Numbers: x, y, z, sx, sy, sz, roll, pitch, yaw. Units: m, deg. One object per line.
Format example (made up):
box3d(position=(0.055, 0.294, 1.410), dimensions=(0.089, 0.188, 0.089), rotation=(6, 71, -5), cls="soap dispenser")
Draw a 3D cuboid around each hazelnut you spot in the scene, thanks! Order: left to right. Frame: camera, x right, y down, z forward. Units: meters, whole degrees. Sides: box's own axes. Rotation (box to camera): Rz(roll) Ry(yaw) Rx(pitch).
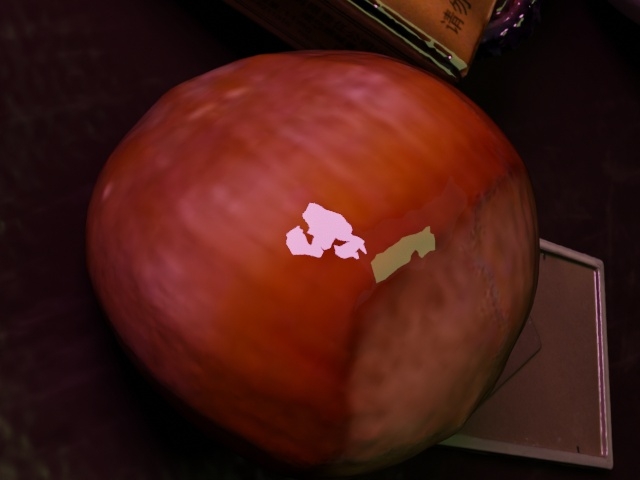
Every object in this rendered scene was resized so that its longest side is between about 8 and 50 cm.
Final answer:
box3d(position=(0.000, 0.000, 0.479), dimensions=(0.214, 0.176, 0.214), rotation=(21, 36, -16), cls="hazelnut")

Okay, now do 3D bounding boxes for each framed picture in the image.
box3d(position=(0.120, 0.063, 0.672), dimensions=(0.203, 0.015, 0.150), rotation=(16, 67, -39), cls="framed picture")

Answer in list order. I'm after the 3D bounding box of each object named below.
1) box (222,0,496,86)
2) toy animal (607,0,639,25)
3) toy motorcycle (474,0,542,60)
box3d(position=(-0.012, -0.187, 0.555), dimensions=(0.240, 0.071, 0.159), rotation=(32, 59, -12), cls="box")
box3d(position=(0.343, -0.246, 0.823), dimensions=(0.310, 0.251, 0.251), rotation=(-8, 83, -34), cls="toy animal")
box3d(position=(0.114, -0.214, 0.694), dimensions=(0.215, 0.122, 0.080), rotation=(-62, 143, -19), cls="toy motorcycle")
